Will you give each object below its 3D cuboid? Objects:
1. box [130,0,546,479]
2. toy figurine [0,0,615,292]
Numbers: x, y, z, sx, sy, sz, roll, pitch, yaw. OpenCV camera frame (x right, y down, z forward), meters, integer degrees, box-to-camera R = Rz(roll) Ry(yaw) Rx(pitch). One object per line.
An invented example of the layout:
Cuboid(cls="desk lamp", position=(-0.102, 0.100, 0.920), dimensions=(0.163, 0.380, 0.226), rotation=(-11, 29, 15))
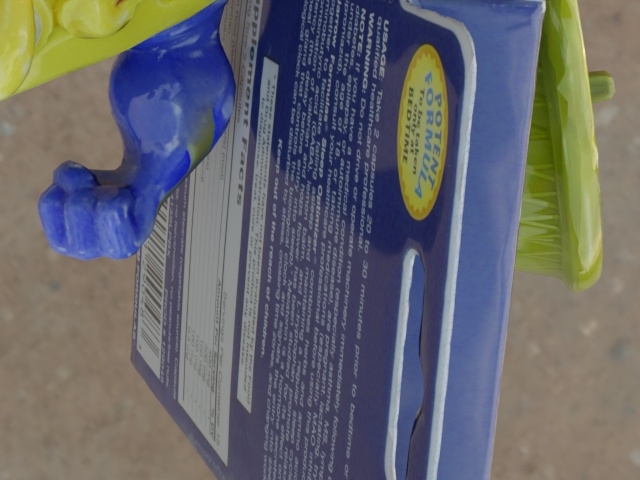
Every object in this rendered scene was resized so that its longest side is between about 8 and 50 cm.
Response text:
Cuboid(cls="box", position=(0.000, 0.000, 0.457), dimensions=(0.036, 0.225, 0.136), rotation=(0, 105, -18))
Cuboid(cls="toy figurine", position=(-0.053, -0.094, 0.426), dimensions=(0.217, 0.191, 0.362), rotation=(-20, 154, -3))
